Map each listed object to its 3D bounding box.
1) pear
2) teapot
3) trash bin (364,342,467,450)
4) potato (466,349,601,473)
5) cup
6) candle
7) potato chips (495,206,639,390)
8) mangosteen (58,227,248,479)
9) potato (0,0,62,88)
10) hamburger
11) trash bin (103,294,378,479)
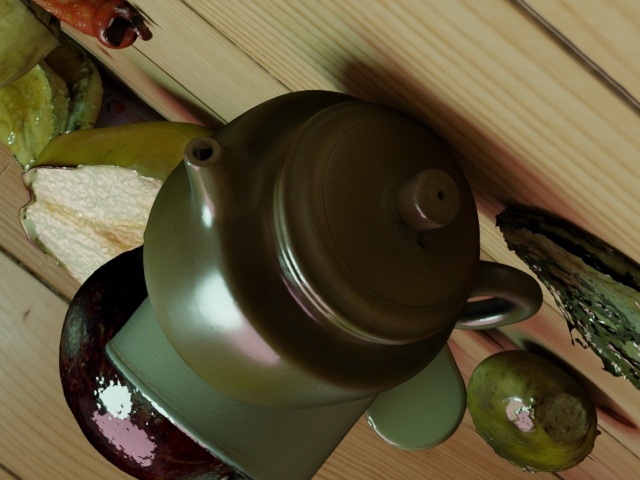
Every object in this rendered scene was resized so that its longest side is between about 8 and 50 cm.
[{"bbox_3d":[-0.189,-0.033,1.498,0.386,0.191,0.340,30,143,-1],"label":"pear"},{"bbox_3d":[0.024,0.004,0.659,0.267,0.186,0.175,21,156,-30],"label":"teapot"},{"bbox_3d":[0.093,0.133,1.379,0.247,0.121,0.243,45,-159,-82],"label":"trash bin"},{"bbox_3d":[0.228,0.188,1.217,0.149,0.113,0.251,35,176,15],"label":"potato"},{"bbox_3d":[-0.388,-0.198,1.992,0.288,0.203,0.203,45,177,9],"label":"cup"},{"bbox_3d":[-0.262,-0.251,1.155,0.329,0.048,0.051,35,162,48],"label":"candle"},{"bbox_3d":[0.191,0.052,0.693,0.202,0.029,0.220,38,173,19],"label":"potato chips"},{"bbox_3d":[-0.129,0.119,1.241,0.330,0.330,0.330,38,176,3],"label":"mangosteen"},{"bbox_3d":[-0.486,-0.294,1.502,0.242,0.242,0.285,39,179,-8],"label":"potato"},{"bbox_3d":[-0.479,-0.255,1.863,0.309,0.211,0.132,43,-165,21],"label":"hamburger"},{"bbox_3d":[-0.027,0.060,0.991,0.217,0.262,0.277,37,175,27],"label":"trash bin"}]
